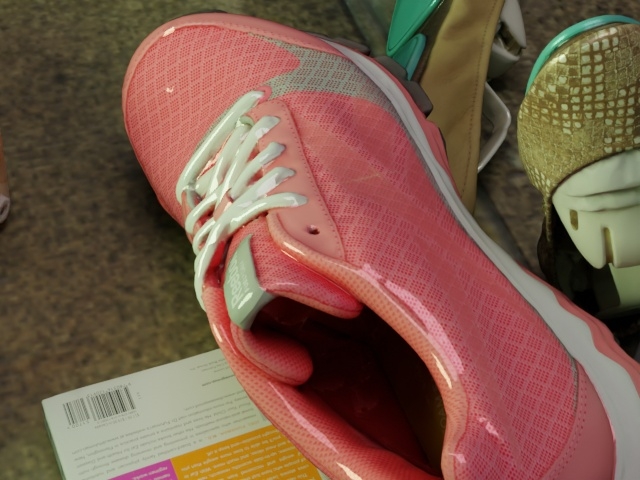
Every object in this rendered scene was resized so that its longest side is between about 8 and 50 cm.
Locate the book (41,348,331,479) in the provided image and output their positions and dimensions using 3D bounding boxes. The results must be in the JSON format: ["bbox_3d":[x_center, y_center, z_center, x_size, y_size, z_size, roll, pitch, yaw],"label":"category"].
[{"bbox_3d":[-0.043,0.108,0.527,0.096,0.035,0.144,-14,50,-16],"label":"book"}]

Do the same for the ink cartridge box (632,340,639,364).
[{"bbox_3d":[0.280,0.040,0.498,0.289,0.211,0.121,28,50,19],"label":"ink cartridge box"}]

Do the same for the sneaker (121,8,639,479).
[{"bbox_3d":[0.001,0.000,0.536,0.136,0.116,0.314,8,33,-53],"label":"sneaker"}]

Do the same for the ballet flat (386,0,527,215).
[{"bbox_3d":[0.067,-0.090,0.705,0.073,0.080,0.232,33,50,-14],"label":"ballet flat"}]

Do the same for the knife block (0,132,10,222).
[{"bbox_3d":[-0.274,-0.039,0.599,0.242,0.088,0.276,19,49,12],"label":"knife block"}]

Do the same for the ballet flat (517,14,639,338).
[{"bbox_3d":[0.120,-0.012,0.547,0.073,0.206,0.067,-16,66,8],"label":"ballet flat"}]
